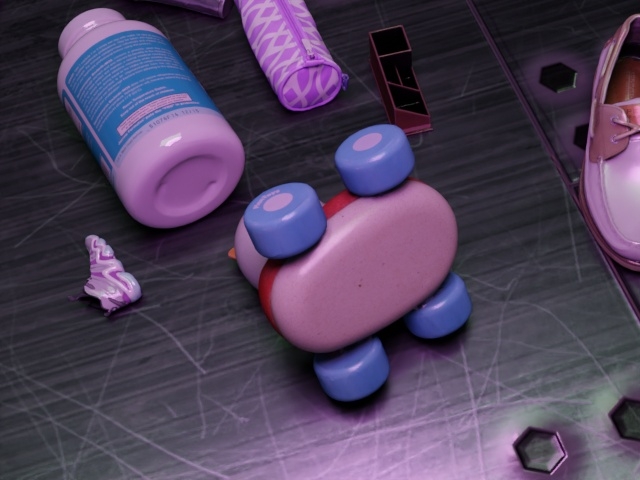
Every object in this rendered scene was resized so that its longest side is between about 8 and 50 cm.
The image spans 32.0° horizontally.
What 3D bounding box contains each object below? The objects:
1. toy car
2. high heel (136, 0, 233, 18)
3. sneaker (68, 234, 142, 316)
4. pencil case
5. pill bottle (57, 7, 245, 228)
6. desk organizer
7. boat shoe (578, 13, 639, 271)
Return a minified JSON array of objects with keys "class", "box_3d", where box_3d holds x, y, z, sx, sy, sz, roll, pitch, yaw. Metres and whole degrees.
[{"class":"toy car","box_3d":[0.000,0.000,1.142,0.210,0.219,0.238,-35,31,-17]},{"class":"high heel","box_3d":[-0.173,-0.422,1.471,0.186,0.093,0.261,16,68,9]},{"class":"sneaker","box_3d":[-0.245,0.041,1.202,0.069,0.038,0.098,-35,59,-18]},{"class":"pencil case","box_3d":[-0.043,-0.249,1.349,0.086,0.088,0.206,-20,55,-10]},{"class":"pill bottle","box_3d":[-0.205,-0.150,1.262,0.146,0.146,0.264,-28,58,-13]},{"class":"desk organizer","box_3d":[0.093,-0.189,1.316,0.047,0.050,0.130,-13,56,-3]},{"class":"boat shoe","box_3d":[0.338,-0.113,1.207,0.113,0.103,0.302,-1,56,6]}]
